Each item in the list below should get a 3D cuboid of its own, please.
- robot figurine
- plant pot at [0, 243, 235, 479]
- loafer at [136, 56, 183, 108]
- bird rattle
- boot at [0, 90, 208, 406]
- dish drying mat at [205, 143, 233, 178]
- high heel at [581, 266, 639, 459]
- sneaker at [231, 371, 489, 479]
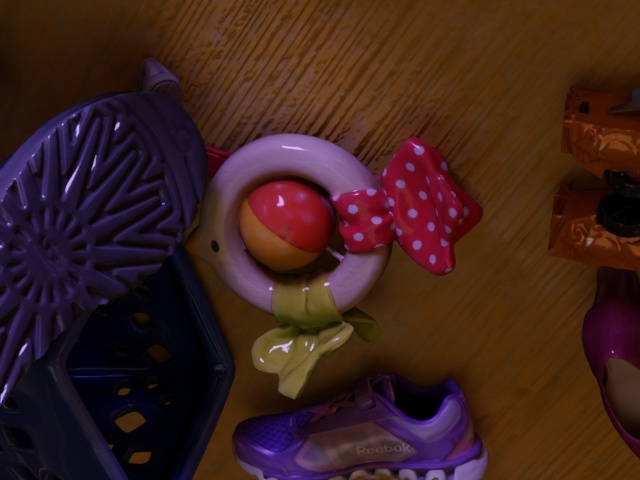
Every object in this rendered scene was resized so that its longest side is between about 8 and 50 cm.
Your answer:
[{"bbox_3d":[0.333,-0.040,1.512,0.291,0.085,0.211,7,130,6],"label":"robot figurine"},{"bbox_3d":[-0.234,0.114,1.658,0.212,0.236,0.236,-4,128,23],"label":"plant pot"},{"bbox_3d":[-0.137,-0.097,1.592,0.045,0.039,0.125,-13,137,-21],"label":"loafer"},{"bbox_3d":[0.000,0.000,1.583,0.207,0.143,0.253,33,126,-4],"label":"bird rattle"},{"bbox_3d":[-0.354,0.008,1.578,0.445,0.367,0.146,-1,124,46],"label":"boot"},{"bbox_3d":[-0.078,-0.061,1.623,0.083,0.008,0.032,19,131,-5],"label":"dish drying mat"},{"bbox_3d":[0.279,0.142,1.648,0.082,0.117,0.244,-5,127,15],"label":"high heel"},{"bbox_3d":[0.035,0.167,1.740,0.236,0.095,0.104,-1,122,5],"label":"sneaker"}]
